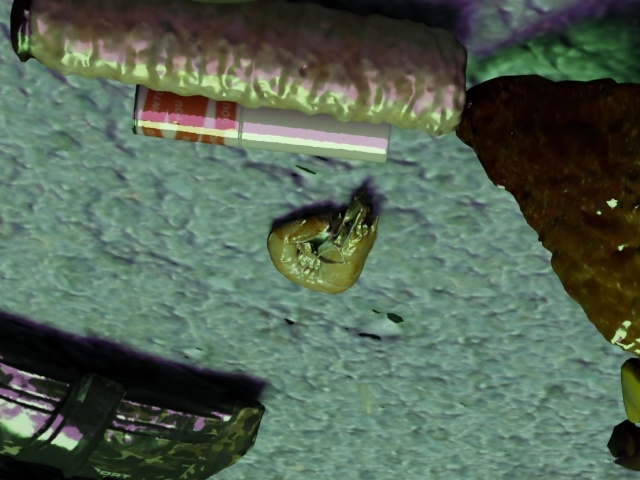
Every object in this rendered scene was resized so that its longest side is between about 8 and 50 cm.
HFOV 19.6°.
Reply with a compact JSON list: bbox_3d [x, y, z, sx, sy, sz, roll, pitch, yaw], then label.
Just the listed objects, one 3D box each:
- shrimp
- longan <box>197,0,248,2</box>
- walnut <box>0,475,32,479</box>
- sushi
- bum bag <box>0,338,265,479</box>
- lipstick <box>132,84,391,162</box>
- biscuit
[{"bbox_3d":[0.000,0.000,1.065,0.059,0.023,0.108,18,148,-1],"label":"shrimp"},{"bbox_3d":[-0.038,-0.186,0.650,0.185,0.159,0.204,-27,98,18],"label":"longan"},{"bbox_3d":[-0.232,0.292,1.394,0.282,0.227,0.283,14,157,6],"label":"walnut"},{"bbox_3d":[0.213,0.015,0.894,0.296,0.167,0.179,16,144,-16],"label":"sushi"},{"bbox_3d":[-0.164,0.118,1.244,0.248,0.069,0.102,16,112,-12],"label":"bum bag"},{"bbox_3d":[-0.029,-0.065,0.946,0.130,0.038,0.038,7,149,0],"label":"lipstick"},{"bbox_3d":[-0.037,-0.091,0.891,0.219,0.055,0.061,9,153,-1],"label":"biscuit"}]
